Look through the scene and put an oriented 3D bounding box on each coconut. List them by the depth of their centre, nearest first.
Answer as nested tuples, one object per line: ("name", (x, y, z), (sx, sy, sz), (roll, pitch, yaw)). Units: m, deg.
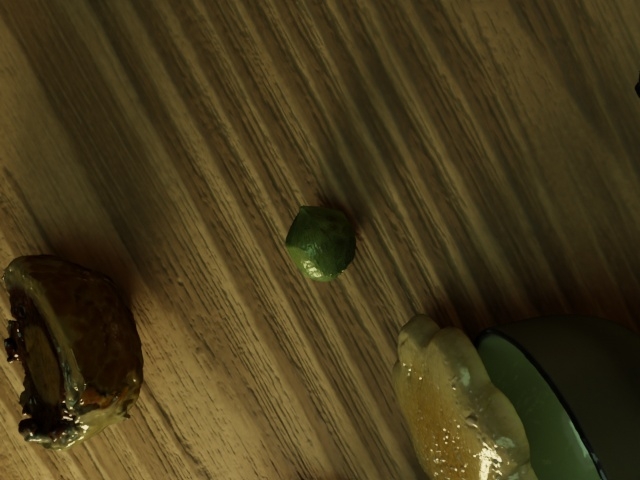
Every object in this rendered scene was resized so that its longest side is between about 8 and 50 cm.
("coconut", (0.000, 0.000, 1.589), (0.087, 0.088, 0.096), (-17, 111, 32))

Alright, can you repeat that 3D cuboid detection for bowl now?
("bowl", (0.323, 0.226, 1.431), (0.185, 0.354, 0.354), (-21, 107, -12))

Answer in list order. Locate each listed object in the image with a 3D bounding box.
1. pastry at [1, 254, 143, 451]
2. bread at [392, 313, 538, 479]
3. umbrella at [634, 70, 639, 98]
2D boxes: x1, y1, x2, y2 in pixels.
("pastry", (-0.319, 0.132, 1.761), (0.237, 0.170, 0.256), (-48, 57, 51))
("bread", (0.165, 0.234, 1.536), (0.316, 0.054, 0.316), (55, 159, 35))
("umbrella", (0.374, -0.187, 1.345), (0.133, 0.031, 0.036), (-38, 70, 35))
